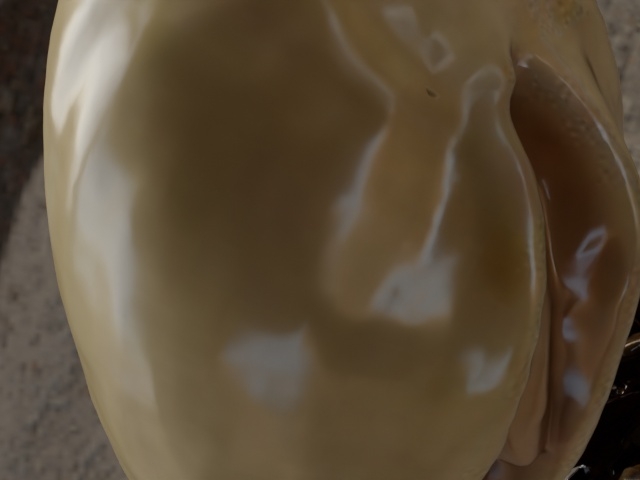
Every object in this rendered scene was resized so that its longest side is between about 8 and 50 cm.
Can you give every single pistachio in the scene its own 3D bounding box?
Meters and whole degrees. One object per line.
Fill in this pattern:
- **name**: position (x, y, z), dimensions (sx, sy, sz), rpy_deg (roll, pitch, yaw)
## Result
- **pistachio**: position (0.000, 0.000, 0.584), dimensions (0.214, 0.193, 0.318), rpy_deg (34, 133, 36)

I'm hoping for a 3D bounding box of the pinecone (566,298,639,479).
- **pinecone**: position (0.222, 0.106, 0.989), dimensions (0.229, 0.201, 0.202), rpy_deg (38, 137, 8)
